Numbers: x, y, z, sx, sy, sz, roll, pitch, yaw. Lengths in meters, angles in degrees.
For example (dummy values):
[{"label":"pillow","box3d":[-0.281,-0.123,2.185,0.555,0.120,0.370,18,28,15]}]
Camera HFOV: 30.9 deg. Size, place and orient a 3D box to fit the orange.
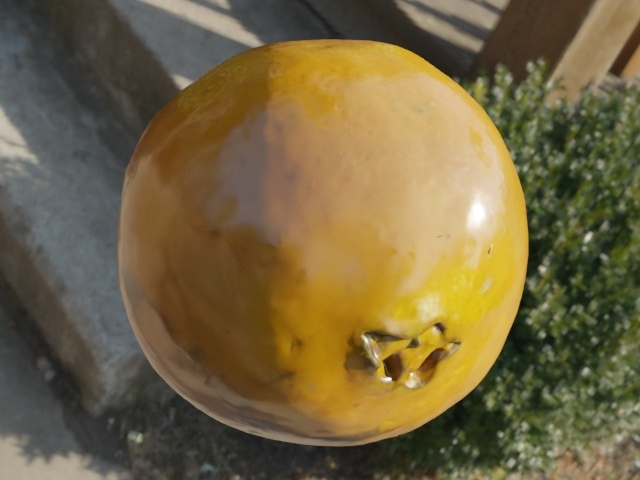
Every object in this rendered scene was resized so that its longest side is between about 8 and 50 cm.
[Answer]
[{"label":"orange","box3d":[0.000,0.000,0.863,0.312,0.312,0.312,17,37,-13]}]
